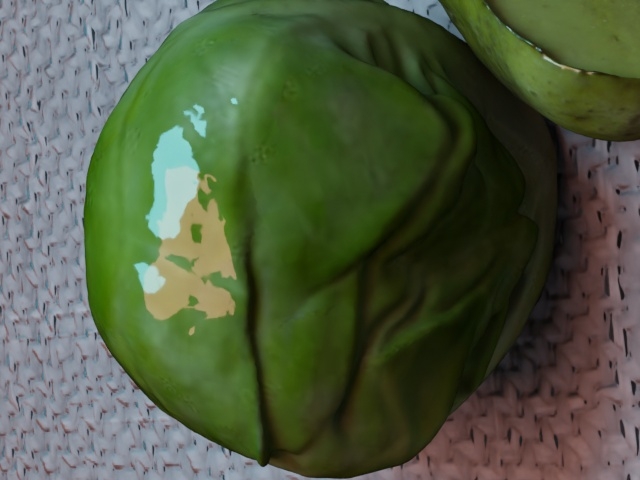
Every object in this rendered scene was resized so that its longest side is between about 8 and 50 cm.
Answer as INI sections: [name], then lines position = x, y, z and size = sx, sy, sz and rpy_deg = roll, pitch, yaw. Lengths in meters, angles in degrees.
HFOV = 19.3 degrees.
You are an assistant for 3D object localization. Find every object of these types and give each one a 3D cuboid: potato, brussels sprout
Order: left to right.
[brussels sprout]
position = 0.000, 0.000, 1.157
size = 0.247, 0.328, 0.328
rpy_deg = 26, 109, 38
[potato]
position = 0.144, -0.149, 1.148
size = 0.271, 0.160, 0.111
rpy_deg = 54, 155, 37
